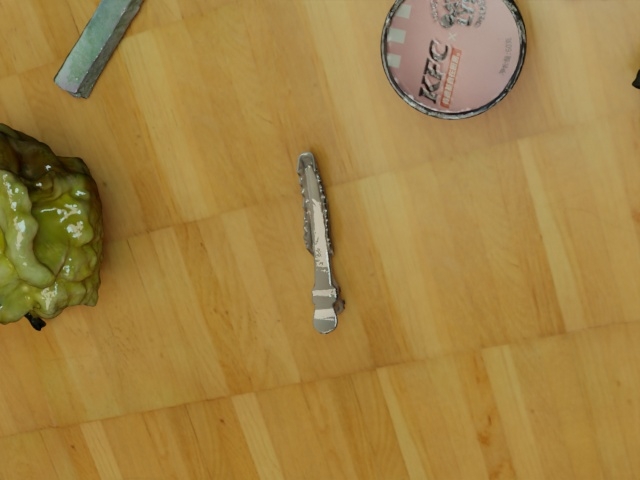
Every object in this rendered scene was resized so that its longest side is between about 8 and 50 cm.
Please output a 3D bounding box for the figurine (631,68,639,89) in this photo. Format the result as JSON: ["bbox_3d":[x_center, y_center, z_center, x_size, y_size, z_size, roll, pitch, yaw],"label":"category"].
[{"bbox_3d":[0.458,-0.170,0.945,0.257,0.167,0.192,11,115,36],"label":"figurine"}]

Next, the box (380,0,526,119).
[{"bbox_3d":[0.154,-0.218,1.026,0.151,0.135,0.151,6,110,17],"label":"box"}]

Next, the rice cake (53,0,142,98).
[{"bbox_3d":[-0.267,-0.267,1.178,0.043,0.034,0.211,42,113,9],"label":"rice cake"}]

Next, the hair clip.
[{"bbox_3d":[0.000,0.000,1.184,0.034,0.072,0.226,-6,96,12],"label":"hair clip"}]

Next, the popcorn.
[{"bbox_3d":[-0.388,-0.012,1.179,0.293,0.293,0.237,42,94,0],"label":"popcorn"}]
